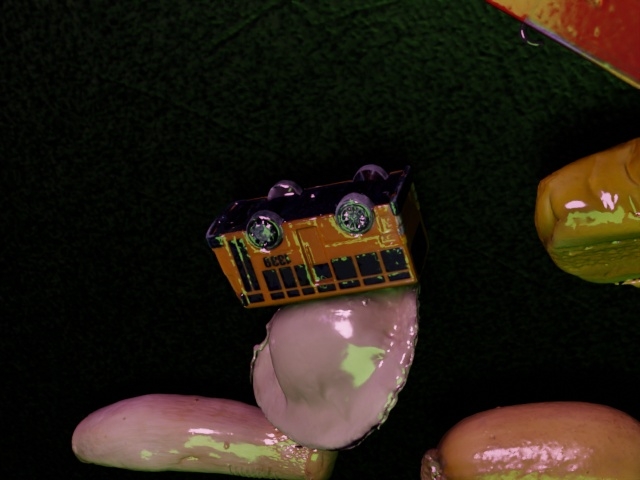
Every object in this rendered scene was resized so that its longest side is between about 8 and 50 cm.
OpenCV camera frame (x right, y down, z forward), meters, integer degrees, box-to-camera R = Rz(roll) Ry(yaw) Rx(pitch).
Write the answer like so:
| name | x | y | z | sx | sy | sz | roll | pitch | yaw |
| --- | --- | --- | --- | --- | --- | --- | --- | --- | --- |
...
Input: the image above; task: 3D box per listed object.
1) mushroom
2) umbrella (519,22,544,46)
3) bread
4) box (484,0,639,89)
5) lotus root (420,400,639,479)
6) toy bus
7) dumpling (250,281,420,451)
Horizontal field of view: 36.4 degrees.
| name | x | y | z | sx | sy | sz | roll | pitch | yaw |
| --- | --- | --- | --- | --- | --- | --- | --- | --- | --- |
| mushroom | -0.145 | 0.249 | 1.202 | 0.352 | 0.095 | 0.122 | 1 | 144 | 14 |
| umbrella | 0.305 | -0.183 | 0.825 | 0.269 | 0.044 | 0.044 | 2 | 89 | 3 |
| bread | 0.381 | -0.053 | 0.848 | 0.384 | 0.112 | 0.166 | -13 | 151 | 25 |
| box | 0.238 | -0.235 | 0.732 | 0.313 | 0.089 | 0.197 | 26 | 114 | -12 |
| lotus root | 0.262 | 0.248 | 1.086 | 0.304 | 0.130 | 0.146 | -1 | 148 | 14 |
| toy bus | 0.000 | 0.000 | 0.975 | 0.201 | 0.098 | 0.114 | -10 | 113 | 19 |
| dumpling | 0.023 | 0.137 | 1.038 | 0.142 | 0.172 | 0.247 | 21 | 138 | -39 |
